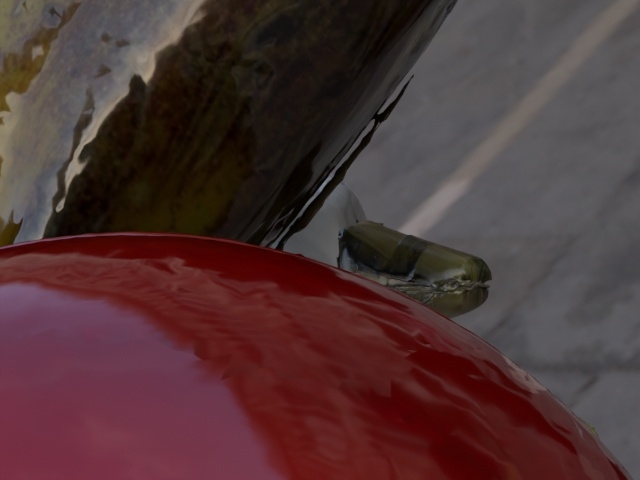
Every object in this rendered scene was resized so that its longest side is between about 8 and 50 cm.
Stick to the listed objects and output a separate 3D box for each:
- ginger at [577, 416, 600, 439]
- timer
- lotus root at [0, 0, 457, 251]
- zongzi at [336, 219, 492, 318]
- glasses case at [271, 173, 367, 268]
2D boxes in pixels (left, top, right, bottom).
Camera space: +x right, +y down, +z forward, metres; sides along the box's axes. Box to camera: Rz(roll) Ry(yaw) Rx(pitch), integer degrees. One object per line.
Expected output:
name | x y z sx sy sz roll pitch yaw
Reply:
ginger | 0.190 0.224 1.709 0.216 0.102 0.157 11 73 43
timer | -0.056 0.185 0.540 0.378 0.378 0.279 -40 -3 -2
lotus root | -0.047 -0.118 0.815 0.397 0.196 0.179 -52 -6 -2
zongzi | 0.039 0.039 0.862 0.076 0.083 0.040 19 17 30
glasses case | 0.000 0.000 1.158 0.063 0.164 0.041 10 64 16
